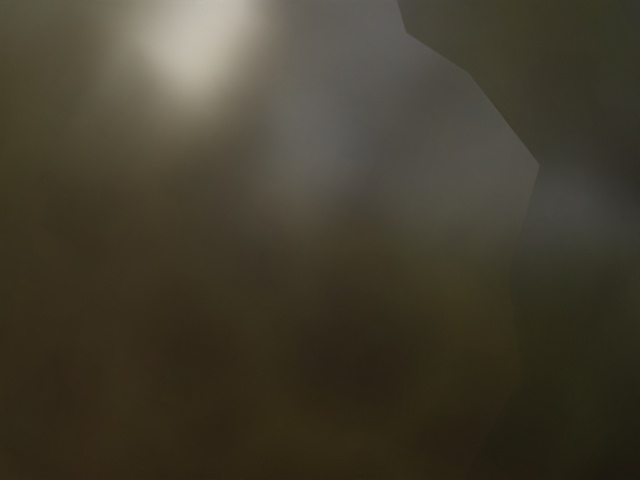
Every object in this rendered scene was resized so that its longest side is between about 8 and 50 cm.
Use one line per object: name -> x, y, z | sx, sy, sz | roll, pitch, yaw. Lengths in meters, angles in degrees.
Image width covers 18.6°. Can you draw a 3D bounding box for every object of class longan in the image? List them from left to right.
longan -> 0.000, 0.000, 0.722 | 0.404, 0.404, 0.336 | 23, 21, 32
